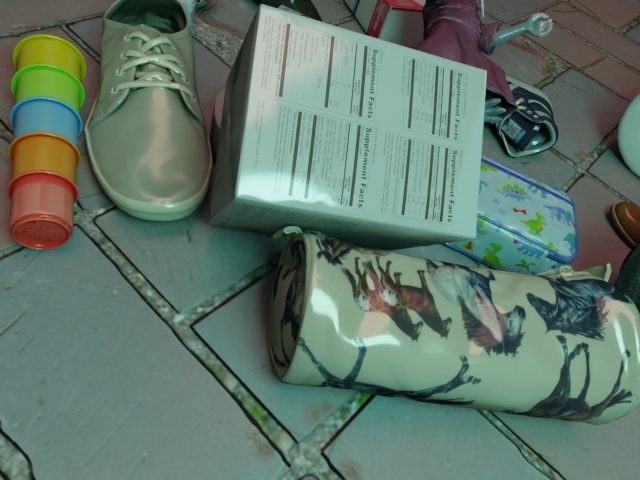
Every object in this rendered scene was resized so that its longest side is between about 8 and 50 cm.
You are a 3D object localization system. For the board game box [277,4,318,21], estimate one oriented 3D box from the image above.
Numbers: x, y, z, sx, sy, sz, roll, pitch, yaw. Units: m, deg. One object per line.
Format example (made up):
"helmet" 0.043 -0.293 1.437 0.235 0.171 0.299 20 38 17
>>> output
"board game box" -0.017 -0.346 0.928 0.154 0.103 0.026 26 48 4

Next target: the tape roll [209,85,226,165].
"tape roll" -0.057 -0.160 0.781 0.220 0.072 0.219 9 48 -11

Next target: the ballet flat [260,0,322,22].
"ballet flat" -0.109 -0.544 1.068 0.281 0.096 0.095 34 48 11

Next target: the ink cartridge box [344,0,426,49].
"ink cartridge box" 0.169 -0.544 1.157 0.172 0.100 0.237 -6 54 -24

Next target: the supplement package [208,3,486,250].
"supplement package" 0.022 -0.106 0.602 0.263 0.199 0.197 8 82 -19

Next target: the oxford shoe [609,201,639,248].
"oxford shoe" 0.586 0.002 0.857 0.076 0.076 0.212 -17 57 -27

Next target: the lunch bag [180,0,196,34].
"lunch bag" -0.258 -0.420 0.931 0.053 0.071 0.083 -13 57 -29

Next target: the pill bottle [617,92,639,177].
"pill bottle" 0.807 -0.269 1.056 0.392 0.224 0.224 -28 64 -35

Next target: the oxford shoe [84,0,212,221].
"oxford shoe" -0.246 -0.218 0.731 0.169 0.130 0.448 1 53 -20

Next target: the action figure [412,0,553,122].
"action figure" 0.233 -0.346 0.901 0.248 0.276 0.369 33 52 -31

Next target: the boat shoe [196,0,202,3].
"boat shoe" -0.283 -0.497 1.014 0.100 0.035 0.035 16 45 -13

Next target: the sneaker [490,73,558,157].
"sneaker" 0.323 -0.253 0.966 0.283 0.099 0.153 16 47 -9

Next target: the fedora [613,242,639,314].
"fedora" 0.547 0.076 0.695 0.335 0.333 0.152 20 18 -1

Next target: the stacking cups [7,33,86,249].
"stacking cups" -0.346 -0.130 0.657 0.096 0.096 0.316 -6 57 -22

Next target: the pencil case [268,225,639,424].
"pencil case" 0.141 0.091 0.574 0.411 0.160 0.183 10 64 -10

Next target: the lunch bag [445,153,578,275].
"lunch bag" 0.279 -0.044 0.785 0.219 0.090 0.176 27 46 4
